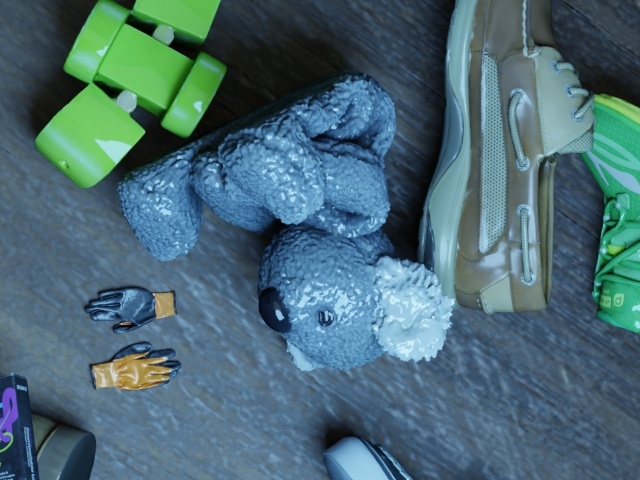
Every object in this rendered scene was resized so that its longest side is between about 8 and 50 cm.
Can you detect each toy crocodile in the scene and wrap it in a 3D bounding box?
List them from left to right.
[{"bbox_3d":[-0.108,-0.193,1.227,0.115,0.105,0.340,28,84,-10],"label":"toy crocodile"}]

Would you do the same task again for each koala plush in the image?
[{"bbox_3d":[0.000,0.000,1.209,0.203,0.196,0.221,-33,101,-42],"label":"koala plush"}]

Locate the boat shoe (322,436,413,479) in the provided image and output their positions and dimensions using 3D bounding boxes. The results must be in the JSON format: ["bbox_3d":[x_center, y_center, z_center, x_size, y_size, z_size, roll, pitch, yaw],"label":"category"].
[{"bbox_3d":[0.122,0.262,1.279,0.105,0.113,0.306,-40,100,-12],"label":"boat shoe"}]

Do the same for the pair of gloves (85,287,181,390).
[{"bbox_3d":[-0.151,0.080,1.273,0.074,0.010,0.083,-4,93,-9],"label":"pair of gloves"}]

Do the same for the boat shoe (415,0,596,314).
[{"bbox_3d":[0.160,-0.096,1.247,0.120,0.122,0.324,11,101,18],"label":"boat shoe"}]

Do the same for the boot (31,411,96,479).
[{"bbox_3d":[-0.279,0.276,1.231,0.115,0.112,0.305,18,86,10],"label":"boot"}]

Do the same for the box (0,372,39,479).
[{"bbox_3d":[-0.266,0.190,1.180,0.116,0.029,0.162,-13,75,14],"label":"box"}]

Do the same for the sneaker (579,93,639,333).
[{"bbox_3d":[0.274,0.013,1.290,0.123,0.109,0.295,-31,98,-10],"label":"sneaker"}]
